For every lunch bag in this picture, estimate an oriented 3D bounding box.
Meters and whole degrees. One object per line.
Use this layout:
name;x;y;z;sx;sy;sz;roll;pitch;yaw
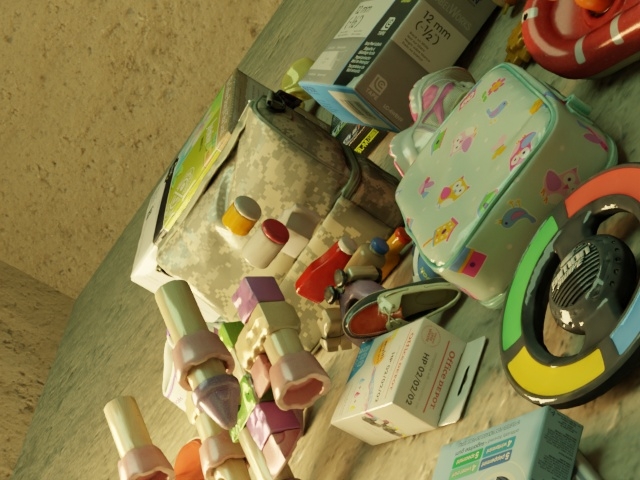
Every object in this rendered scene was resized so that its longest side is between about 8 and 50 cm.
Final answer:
lunch bag;0.194;-0.066;1.288;0.224;0.108;0.279;-50;19;13
lunch bag;-0.057;-0.025;1.718;0.305;0.256;0.212;-54;17;17

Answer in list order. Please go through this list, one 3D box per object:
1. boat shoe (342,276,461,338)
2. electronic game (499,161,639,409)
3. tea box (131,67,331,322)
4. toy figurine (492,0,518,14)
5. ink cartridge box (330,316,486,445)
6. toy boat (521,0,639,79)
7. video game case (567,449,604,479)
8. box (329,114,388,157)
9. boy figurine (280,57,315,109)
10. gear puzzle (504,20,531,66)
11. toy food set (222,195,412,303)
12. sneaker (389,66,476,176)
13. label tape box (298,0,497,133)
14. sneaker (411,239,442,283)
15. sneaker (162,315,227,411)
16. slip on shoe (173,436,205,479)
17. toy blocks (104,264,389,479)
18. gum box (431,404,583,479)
boat shoe;0.090;0.076;1.365;0.137;0.049;0.043;-19;12;-5
electronic game;0.232;0.037;1.060;0.229;0.048;0.229;-49;25;33
tea box;-0.146;-0.073;2.148;0.323;0.220;0.329;-53;17;20
toy figurine;0.274;-0.429;1.645;0.209;0.148;0.213;-33;33;65
ink cartridge box;0.091;0.148;1.302;0.181;0.061;0.104;-32;31;59
toy boat;0.277;-0.262;1.265;0.231;0.151;0.151;152;130;-62
video game case;0.166;0.262;0.934;0.183;0.023;0.201;-58;16;8
box;0.079;-0.210;2.024;0.191;0.045;0.184;-47;22;35
boy figurine;-0.082;-0.234;2.484;0.285;0.092;0.177;-60;15;-3
gear puzzle;0.318;-0.312;1.462;0.339;0.044;0.176;-37;28;55
toy food set;0.000;0.000;1.545;0.104;0.232;0.111;-50;22;30
sneaker;0.173;-0.148;1.538;0.111;0.103;0.252;-23;26;29
label tape box;0.142;-0.335;1.851;0.348;0.115;0.249;-55;21;-4
sneaker;0.136;-0.002;1.456;0.059;0.053;0.144;-48;18;43
sneaker;-0.141;0.134;1.872;0.282;0.161;0.102;-63;14;-17
slip on shoe;-0.199;0.383;1.711;0.123;0.101;0.331;-54;15;27
toy blocks;-0.054;0.216;1.443;0.260;0.308;0.289;61;140;34
gum box;0.129;0.237;0.980;0.157;0.041;0.184;-37;26;55
